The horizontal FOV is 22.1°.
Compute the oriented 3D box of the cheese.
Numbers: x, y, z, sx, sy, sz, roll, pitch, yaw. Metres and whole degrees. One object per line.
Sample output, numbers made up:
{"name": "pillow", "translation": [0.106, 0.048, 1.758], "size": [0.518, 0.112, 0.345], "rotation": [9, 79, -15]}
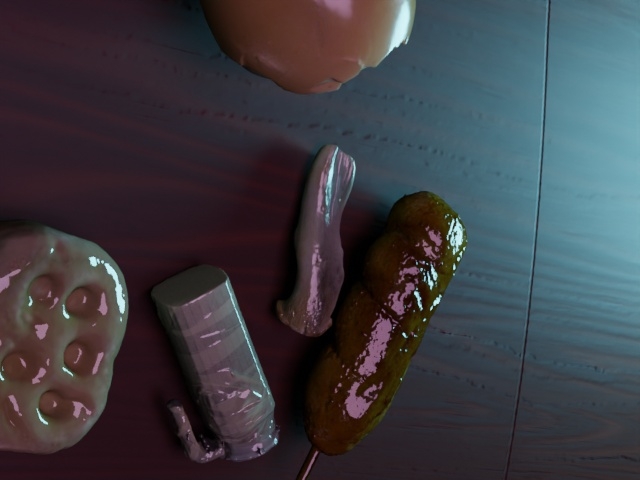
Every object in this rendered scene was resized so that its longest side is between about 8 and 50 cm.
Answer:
{"name": "cheese", "translation": [-0.283, 0.093, 1.498], "size": [0.235, 0.117, 0.218], "rotation": [-25, 116, -30]}

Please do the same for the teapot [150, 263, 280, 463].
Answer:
{"name": "teapot", "translation": [-0.114, 0.135, 1.656], "size": [0.107, 0.077, 0.200], "rotation": [-30, 117, -22]}

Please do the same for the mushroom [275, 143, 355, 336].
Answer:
{"name": "mushroom", "translation": [-0.002, -0.001, 1.723], "size": [0.059, 0.054, 0.202], "rotation": [7, 92, -42]}

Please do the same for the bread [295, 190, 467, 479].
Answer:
{"name": "bread", "translation": [0.061, 0.110, 1.759], "size": [0.124, 0.084, 0.344], "rotation": [34, 79, -50]}

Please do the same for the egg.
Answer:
{"name": "egg", "translation": [-0.020, -0.257, 1.547], "size": [0.201, 0.201, 0.244], "rotation": [-36, 118, -23]}
